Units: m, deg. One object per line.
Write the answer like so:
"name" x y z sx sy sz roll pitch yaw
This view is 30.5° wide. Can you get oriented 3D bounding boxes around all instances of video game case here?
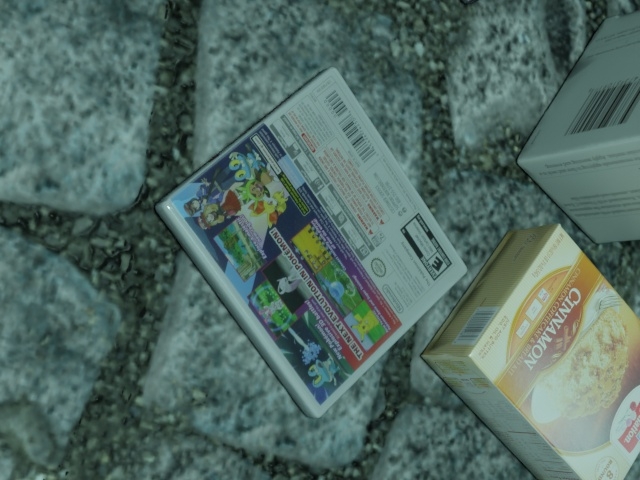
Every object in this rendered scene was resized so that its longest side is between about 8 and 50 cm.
"video game case" 0.000 0.000 0.894 0.183 0.023 0.201 -42 107 -26

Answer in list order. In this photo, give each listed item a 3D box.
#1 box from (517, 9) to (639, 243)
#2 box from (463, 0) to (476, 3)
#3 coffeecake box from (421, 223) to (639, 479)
"box" 0.294 -0.104 0.976 0.119 0.181 0.182 42 68 -20
"box" 0.162 -0.339 0.931 0.142 0.163 0.247 -29 99 -30
"coffeecake box" 0.195 0.102 0.968 0.185 0.068 0.142 46 65 -19
